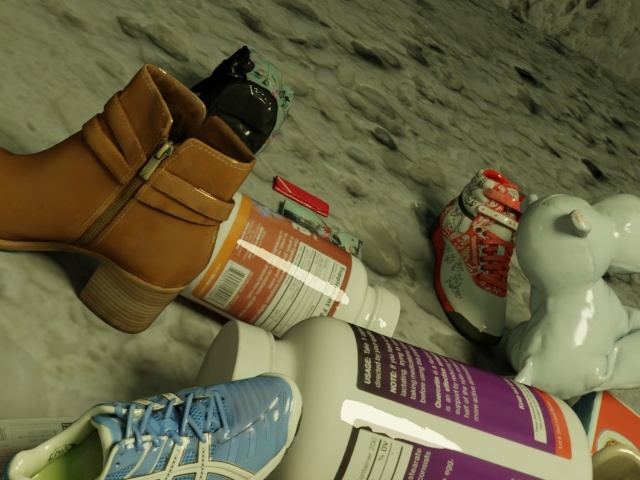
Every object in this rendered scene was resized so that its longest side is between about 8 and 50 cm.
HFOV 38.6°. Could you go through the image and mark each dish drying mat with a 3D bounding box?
[{"bbox_3d":[-0.024,-0.059,1.215,0.083,0.008,0.032,27,30,-17],"label":"dish drying mat"}]

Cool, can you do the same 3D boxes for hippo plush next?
[{"bbox_3d":[0.293,0.058,1.105,0.294,0.237,0.234,-8,5,-14],"label":"hippo plush"}]

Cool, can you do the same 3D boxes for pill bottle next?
[{"bbox_3d":[0.054,0.175,0.778,0.323,0.181,0.181,21,33,-17],"label":"pill bottle"},{"bbox_3d":[-0.031,0.047,0.944,0.216,0.121,0.121,29,30,-15],"label":"pill bottle"}]

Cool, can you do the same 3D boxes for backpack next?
[{"bbox_3d":[-0.105,-0.170,1.172,0.115,0.152,0.182,45,23,-19],"label":"backpack"}]

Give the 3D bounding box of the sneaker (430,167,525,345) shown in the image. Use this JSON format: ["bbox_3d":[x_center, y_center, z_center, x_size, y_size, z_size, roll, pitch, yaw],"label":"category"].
[{"bbox_3d":[0.229,0.009,1.254,0.090,0.145,0.270,26,32,-20],"label":"sneaker"}]

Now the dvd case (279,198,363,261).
[{"bbox_3d":[0.000,0.000,1.153,0.119,0.013,0.087,31,30,-13],"label":"dvd case"}]

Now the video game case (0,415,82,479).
[{"bbox_3d":[-0.199,0.192,0.663,0.157,0.019,0.143,7,42,-43],"label":"video game case"}]

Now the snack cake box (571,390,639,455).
[{"bbox_3d":[0.328,0.291,1.019,0.152,0.089,0.264,38,29,6],"label":"snack cake box"}]

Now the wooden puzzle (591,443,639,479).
[{"bbox_3d":[0.289,0.312,0.825,0.238,0.221,0.044,41,47,9],"label":"wooden puzzle"}]

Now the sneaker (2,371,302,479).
[{"bbox_3d":[-0.109,0.143,0.615,0.211,0.081,0.080,-23,55,-12],"label":"sneaker"}]

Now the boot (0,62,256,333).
[{"bbox_3d":[-0.211,-0.068,0.811,0.283,0.220,0.109,39,30,4],"label":"boot"}]
